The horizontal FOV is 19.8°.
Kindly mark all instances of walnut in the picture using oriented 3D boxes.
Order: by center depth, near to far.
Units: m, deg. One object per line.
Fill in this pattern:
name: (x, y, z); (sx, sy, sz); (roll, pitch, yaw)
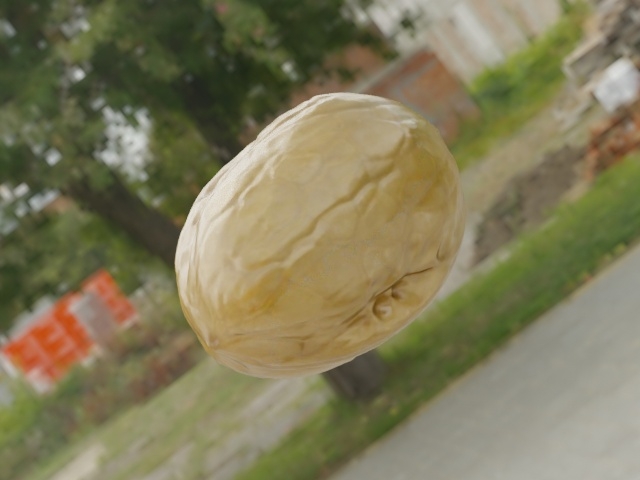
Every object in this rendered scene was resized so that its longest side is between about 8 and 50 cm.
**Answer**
walnut: (0.000, 0.000, 1.147); (0.207, 0.159, 0.159); (-42, 4, -25)
